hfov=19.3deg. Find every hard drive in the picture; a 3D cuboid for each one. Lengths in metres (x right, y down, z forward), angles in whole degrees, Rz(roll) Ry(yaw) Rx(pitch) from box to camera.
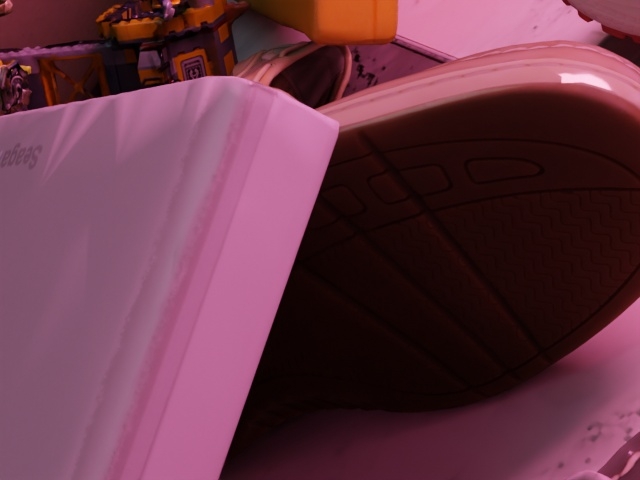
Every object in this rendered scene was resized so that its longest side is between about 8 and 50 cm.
[{"bbox_3d":[-0.105,0.108,0.533,0.203,0.040,0.307,-1,67,60],"label":"hard drive"}]

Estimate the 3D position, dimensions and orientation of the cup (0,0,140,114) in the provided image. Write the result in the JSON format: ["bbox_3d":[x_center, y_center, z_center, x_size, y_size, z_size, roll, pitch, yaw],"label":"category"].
[{"bbox_3d":[-0.286,-0.118,1.124,0.237,0.331,0.331,-70,21,4],"label":"cup"}]

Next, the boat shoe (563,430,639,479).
[{"bbox_3d":[0.033,0.120,0.338,0.112,0.095,0.335,-9,38,55],"label":"boat shoe"}]

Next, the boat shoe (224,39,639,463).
[{"bbox_3d":[0.000,0.000,0.622,0.302,0.109,0.098,-29,25,44],"label":"boat shoe"}]

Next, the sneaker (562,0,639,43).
[{"bbox_3d":[0.151,-0.131,0.623,0.225,0.093,0.088,-11,37,54],"label":"sneaker"}]

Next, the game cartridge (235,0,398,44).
[{"bbox_3d":[-0.012,-0.254,0.932,0.053,0.285,0.324,-2,13,-13],"label":"game cartridge"}]

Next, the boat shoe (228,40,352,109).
[{"bbox_3d":[-0.015,-0.054,0.822,0.048,0.056,0.153,-26,14,15],"label":"boat shoe"}]

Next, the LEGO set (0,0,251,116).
[{"bbox_3d":[-0.181,-0.096,0.814,0.255,0.192,0.331,0,23,27],"label":"LEGO set"}]
